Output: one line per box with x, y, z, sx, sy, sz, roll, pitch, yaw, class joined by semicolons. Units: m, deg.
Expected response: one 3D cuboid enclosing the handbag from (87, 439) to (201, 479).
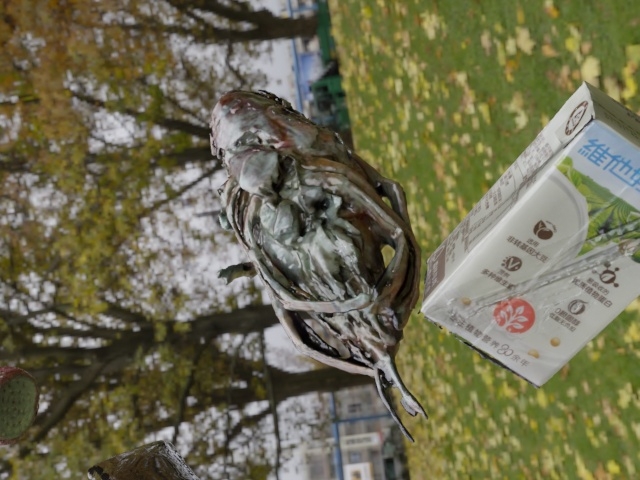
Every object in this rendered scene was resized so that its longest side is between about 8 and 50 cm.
-0.125;0.324;0.794;0.285;0.113;0.257;178;76;-70;handbag

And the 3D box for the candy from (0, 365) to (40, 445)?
-0.414;0.216;1.173;0.103;0.043;0.103;4;-90;-68;candy

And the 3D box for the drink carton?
0.288;-0.001;1.076;0.325;0.194;0.132;-52;11;31;drink carton

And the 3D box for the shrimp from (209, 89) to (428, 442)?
0.000;0.001;0.378;0.073;0.074;0.190;35;-154;-50;shrimp
